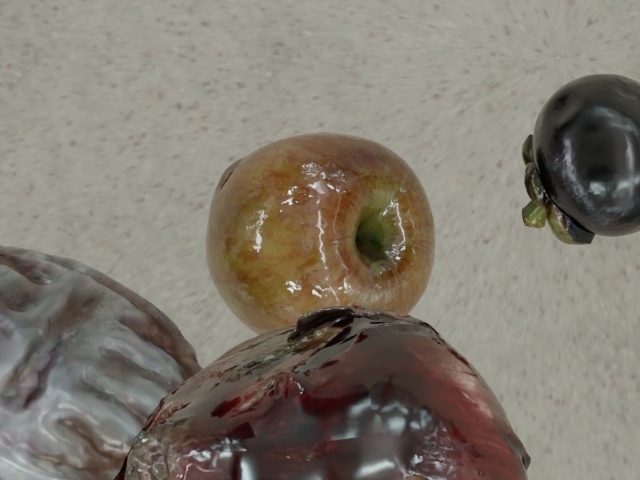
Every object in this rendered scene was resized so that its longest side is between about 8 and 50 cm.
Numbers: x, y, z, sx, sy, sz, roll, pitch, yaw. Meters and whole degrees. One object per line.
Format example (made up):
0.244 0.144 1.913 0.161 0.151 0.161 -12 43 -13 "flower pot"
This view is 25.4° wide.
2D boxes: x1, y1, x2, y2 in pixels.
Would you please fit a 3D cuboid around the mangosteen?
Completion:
0.220 -0.060 1.149 0.151 0.137 0.137 -39 90 32 "mangosteen"

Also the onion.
-0.027 0.137 0.758 0.272 0.272 0.195 -38 128 12 "onion"

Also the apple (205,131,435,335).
0.000 0.000 1.336 0.211 0.188 0.211 5 81 -33 "apple"

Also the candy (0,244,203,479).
-0.239 0.124 1.214 0.289 0.214 0.157 29 139 1 "candy"
